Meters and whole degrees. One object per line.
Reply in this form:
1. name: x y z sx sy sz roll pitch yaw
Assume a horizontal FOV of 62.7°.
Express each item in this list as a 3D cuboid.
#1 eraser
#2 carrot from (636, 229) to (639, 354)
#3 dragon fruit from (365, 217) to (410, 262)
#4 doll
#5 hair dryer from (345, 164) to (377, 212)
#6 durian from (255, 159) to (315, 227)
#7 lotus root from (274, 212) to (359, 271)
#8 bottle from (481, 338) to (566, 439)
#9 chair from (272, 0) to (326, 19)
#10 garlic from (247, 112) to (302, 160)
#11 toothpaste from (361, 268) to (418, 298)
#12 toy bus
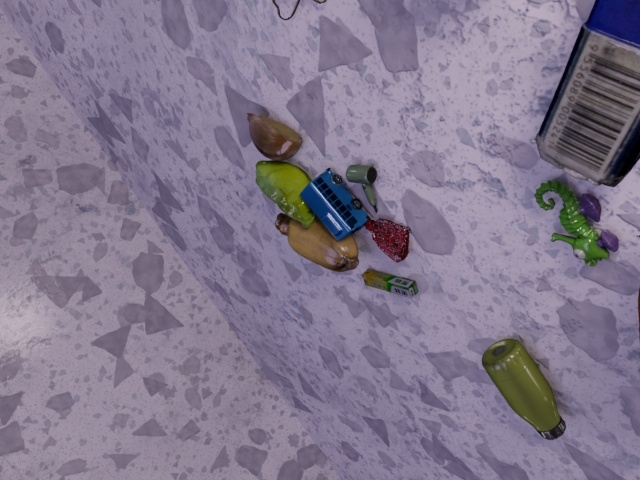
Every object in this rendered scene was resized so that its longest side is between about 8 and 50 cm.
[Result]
1. eraser: 0.437 -0.241 0.760 0.155 0.101 0.332 36 145 27
2. carrot: 0.606 0.105 0.816 0.193 0.214 0.331 -1 126 32
3. dragon fruit: 0.179 -0.006 1.396 0.131 0.063 0.097 23 100 22
4. doll: 0.472 -0.032 0.982 0.115 0.050 0.190 -21 104 51
5. hair dryer: 0.121 -0.127 1.351 0.071 0.047 0.150 14 139 44
6. durian: -0.090 -0.142 1.514 0.250 0.139 0.101 44 154 13
7. lotus root: 0.002 -0.003 1.548 0.303 0.131 0.146 29 120 33
8. bottle: 0.508 0.372 1.295 0.260 0.112 0.112 55 149 -6
9. chair: -0.127 -0.612 1.052 0.160 0.170 0.325 -6 114 40
10. garlic: -0.133 -0.284 1.481 0.195 0.087 0.101 38 133 27
11. toothpaste: 0.197 0.122 1.515 0.178 0.037 0.043 13 131 46
12. toy bus: 0.039 -0.092 1.430 0.184 0.106 0.090 50 147 1
